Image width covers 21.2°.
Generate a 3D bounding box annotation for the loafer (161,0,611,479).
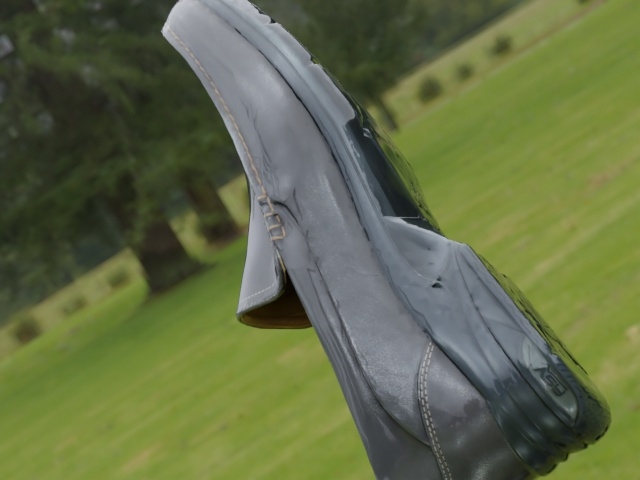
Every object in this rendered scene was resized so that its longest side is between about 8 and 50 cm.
[{"bbox_3d":[0.000,0.000,0.439,0.061,0.170,0.062,-41,-30,7],"label":"loafer"}]
